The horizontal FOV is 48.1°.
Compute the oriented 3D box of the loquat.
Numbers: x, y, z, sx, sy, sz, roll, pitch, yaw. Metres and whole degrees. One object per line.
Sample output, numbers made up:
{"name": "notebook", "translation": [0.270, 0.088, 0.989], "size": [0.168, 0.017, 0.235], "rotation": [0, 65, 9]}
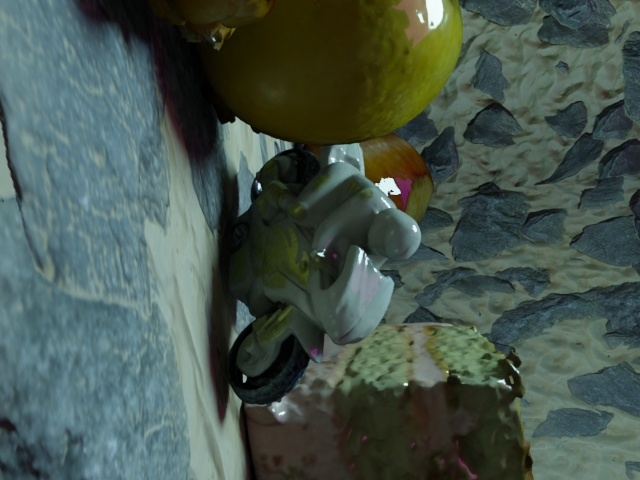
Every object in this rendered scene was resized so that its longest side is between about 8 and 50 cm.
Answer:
{"name": "loquat", "translation": [-0.004, -0.212, 0.709], "size": [0.275, 0.275, 0.274], "rotation": [-6, 90, -86]}

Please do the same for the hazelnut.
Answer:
{"name": "hazelnut", "translation": [0.103, -0.137, 1.810], "size": [0.366, 0.366, 0.365], "rotation": [-6, 90, -86]}

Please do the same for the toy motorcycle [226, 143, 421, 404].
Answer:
{"name": "toy motorcycle", "translation": [0.000, 0.000, 0.758], "size": [0.108, 0.223, 0.340], "rotation": [44, 32, -38]}

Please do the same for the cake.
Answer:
{"name": "cake", "translation": [0.083, 0.272, 0.902], "size": [0.293, 0.307, 0.313], "rotation": [-91, 175, -84]}

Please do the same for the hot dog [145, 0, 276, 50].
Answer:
{"name": "hot dog", "translation": [-0.095, -0.305, 0.477], "size": [0.158, 0.117, 0.348], "rotation": [-155, -121, -71]}
